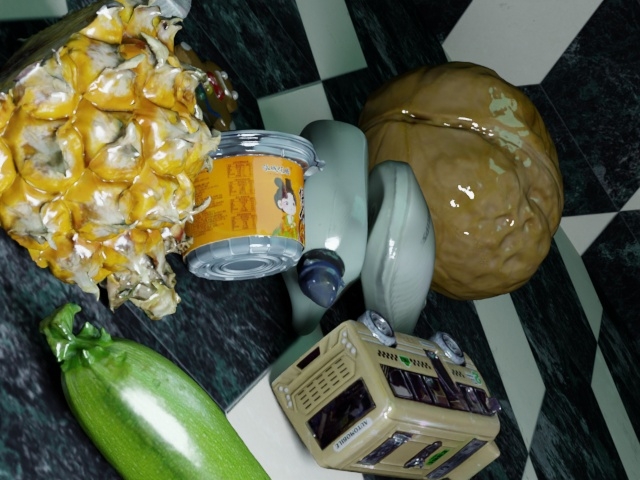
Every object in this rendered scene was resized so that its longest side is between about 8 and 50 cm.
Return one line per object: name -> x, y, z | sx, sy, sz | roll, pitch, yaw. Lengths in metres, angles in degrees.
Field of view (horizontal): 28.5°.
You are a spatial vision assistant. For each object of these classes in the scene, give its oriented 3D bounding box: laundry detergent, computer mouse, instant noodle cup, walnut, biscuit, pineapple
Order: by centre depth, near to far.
pineapple -> -0.152, -0.079, 1.147 | 0.286, 0.209, 0.344 | 55, 18, -20
instant noodle cup -> -0.086, -0.030, 1.344 | 0.177, 0.208, 0.126 | 124, -40, -68
laundry detergent -> 0.000, 0.000, 1.510 | 0.105, 0.215, 0.280 | 11, 35, -7
biscuit -> -0.148, -0.192, 1.608 | 0.138, 0.031, 0.205 | 61, 17, -2
computer mouse -> 0.106, 0.035, 1.666 | 0.331, 0.095, 0.197 | 78, 19, -56
walnut -> 0.222, -0.092, 2.024 | 0.398, 0.308, 0.354 | 47, 57, -38

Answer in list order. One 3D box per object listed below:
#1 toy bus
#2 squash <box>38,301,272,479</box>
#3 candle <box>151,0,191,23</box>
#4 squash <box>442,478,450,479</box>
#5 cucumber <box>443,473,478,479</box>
toy bus -> 0.089, 0.191, 1.449 | 0.289, 0.139, 0.157 | 22, 33, -54
squash -> -0.105, 0.195, 1.055 | 0.379, 0.101, 0.101 | 52, 20, -22
candle -> -0.222, -0.333, 1.552 | 0.192, 0.068, 0.169 | -1, 66, -66
squash -> 0.134, 0.357, 1.441 | 0.118, 0.118, 0.370 | 58, 14, -10
cucumber -> 0.138, 0.251, 1.673 | 0.245, 0.067, 0.067 | 48, 23, -40
